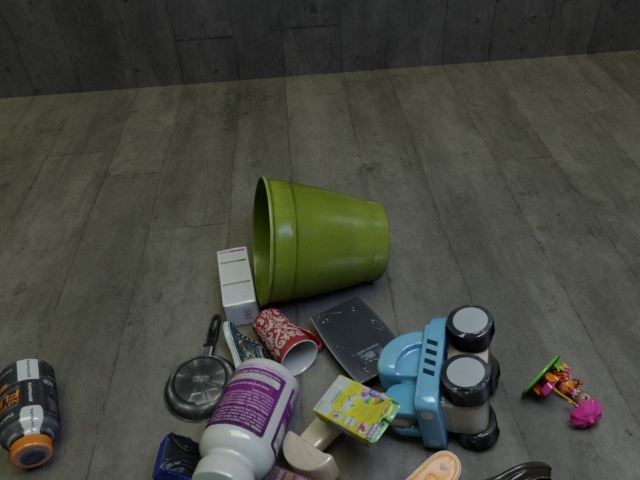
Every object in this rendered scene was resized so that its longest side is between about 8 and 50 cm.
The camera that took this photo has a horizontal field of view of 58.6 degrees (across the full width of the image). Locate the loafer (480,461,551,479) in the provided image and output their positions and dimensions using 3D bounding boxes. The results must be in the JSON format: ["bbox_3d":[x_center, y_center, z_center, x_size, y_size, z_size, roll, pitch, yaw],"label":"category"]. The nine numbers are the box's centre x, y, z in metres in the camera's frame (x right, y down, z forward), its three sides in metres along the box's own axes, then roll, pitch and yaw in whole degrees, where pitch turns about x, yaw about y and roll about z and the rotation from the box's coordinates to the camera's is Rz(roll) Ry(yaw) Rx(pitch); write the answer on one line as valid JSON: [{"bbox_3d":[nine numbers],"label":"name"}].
[{"bbox_3d":[0.390,0.531,1.191,0.219,0.080,0.078,-17,52,-8],"label":"loafer"}]

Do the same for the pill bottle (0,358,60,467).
[{"bbox_3d":[-0.692,0.412,1.357,0.130,0.131,0.246,-19,43,-17],"label":"pill bottle"}]

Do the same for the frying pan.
[{"bbox_3d":[-0.277,0.325,1.493,0.197,0.053,0.326,14,47,18],"label":"frying pan"}]

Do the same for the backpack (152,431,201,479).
[{"bbox_3d":[-0.302,0.493,1.261,0.120,0.101,0.098,24,41,-18],"label":"backpack"}]

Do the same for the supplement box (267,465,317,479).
[{"bbox_3d":[-0.021,0.549,1.169,0.188,0.104,0.081,12,43,18],"label":"supplement box"}]

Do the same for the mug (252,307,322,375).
[{"bbox_3d":[-0.090,0.269,1.519,0.113,0.150,0.169,-53,47,2],"label":"mug"}]

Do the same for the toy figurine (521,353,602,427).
[{"bbox_3d":[0.592,0.366,1.355,0.159,0.130,0.173,43,33,24],"label":"toy figurine"}]

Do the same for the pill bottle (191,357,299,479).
[{"bbox_3d":[-0.164,0.419,1.254,0.169,0.169,0.302,8,33,13],"label":"pill bottle"}]

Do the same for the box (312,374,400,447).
[{"bbox_3d":[0.080,0.360,1.205,0.179,0.043,0.105,12,51,49],"label":"box"}]

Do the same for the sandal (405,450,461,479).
[{"bbox_3d":[0.189,0.529,1.170,0.102,0.076,0.265,33,65,31],"label":"sandal"}]

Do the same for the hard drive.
[{"bbox_3d":[0.101,0.270,1.517,0.171,0.054,0.255,-22,44,-20],"label":"hard drive"}]

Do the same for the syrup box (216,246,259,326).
[{"bbox_3d":[-0.242,0.131,1.671,0.096,0.093,0.237,-10,41,-6],"label":"syrup box"}]

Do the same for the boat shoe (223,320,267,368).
[{"bbox_3d":[-0.197,0.279,1.516,0.083,0.065,0.183,-25,52,-4],"label":"boat shoe"}]

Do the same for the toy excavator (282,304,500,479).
[{"bbox_3d":[0.175,0.369,1.320,0.444,0.222,0.433,-3,40,22],"label":"toy excavator"}]

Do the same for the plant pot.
[{"bbox_3d":[0.000,0.000,1.647,0.352,0.367,0.367,-1,40,-14],"label":"plant pot"}]
